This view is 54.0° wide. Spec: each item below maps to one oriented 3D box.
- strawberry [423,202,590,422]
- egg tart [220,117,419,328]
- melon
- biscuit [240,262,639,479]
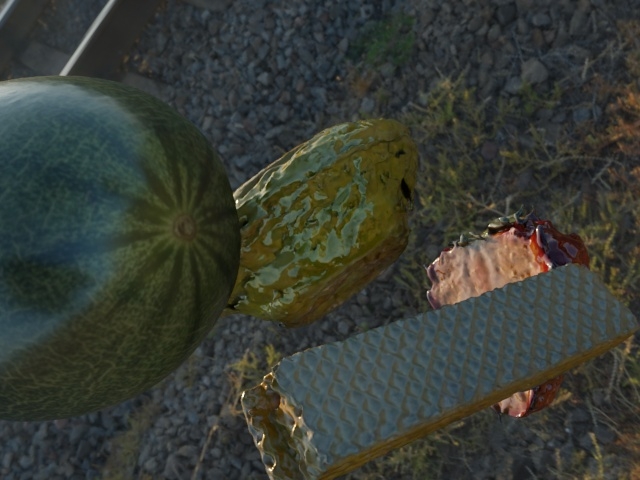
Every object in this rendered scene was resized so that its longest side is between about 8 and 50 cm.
[{"bbox_3d":[0.313,0.091,0.935,0.253,0.150,0.280,-54,53,44],"label":"strawberry"},{"bbox_3d":[0.000,0.000,0.657,0.294,0.294,0.123,-43,77,13],"label":"egg tart"},{"bbox_3d":[-0.191,0.008,0.453,0.301,0.237,0.238,-12,59,41],"label":"melon"},{"bbox_3d":[0.120,0.100,0.540,0.094,0.378,0.054,60,149,29],"label":"biscuit"}]
